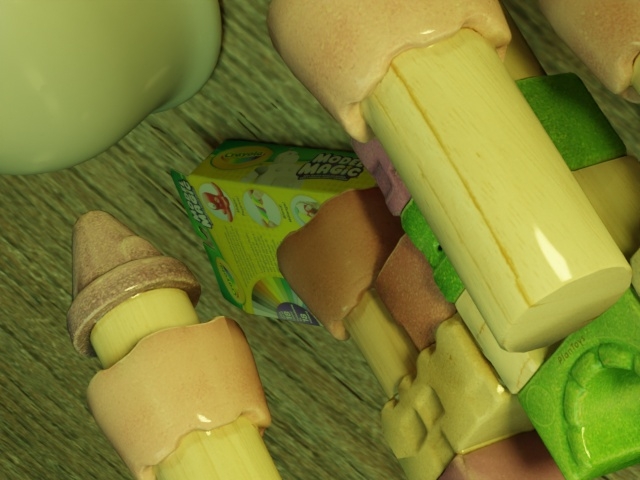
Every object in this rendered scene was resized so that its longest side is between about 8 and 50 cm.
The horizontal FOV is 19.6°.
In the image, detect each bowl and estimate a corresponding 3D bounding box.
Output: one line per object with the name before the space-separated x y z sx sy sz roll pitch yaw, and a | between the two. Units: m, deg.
bowl | -0.211 -0.128 0.979 0.298 0.134 0.298 26 151 15

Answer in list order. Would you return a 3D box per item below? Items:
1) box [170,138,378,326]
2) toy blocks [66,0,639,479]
box | 0.000 0.000 1.042 0.179 0.043 0.105 7 131 37
toy blocks | 0.071 -0.044 0.689 0.260 0.309 0.288 61 145 24
